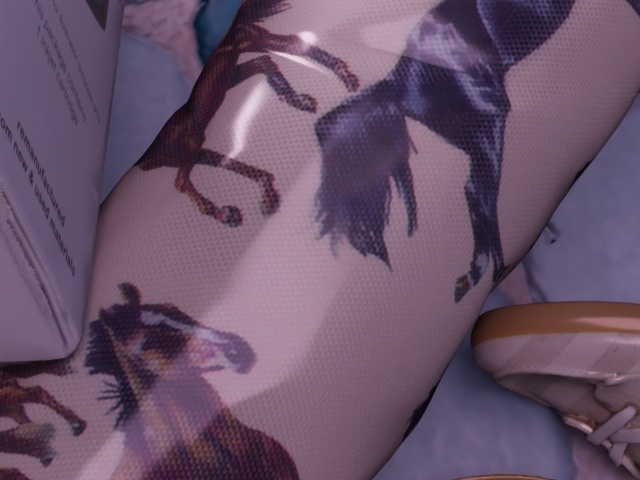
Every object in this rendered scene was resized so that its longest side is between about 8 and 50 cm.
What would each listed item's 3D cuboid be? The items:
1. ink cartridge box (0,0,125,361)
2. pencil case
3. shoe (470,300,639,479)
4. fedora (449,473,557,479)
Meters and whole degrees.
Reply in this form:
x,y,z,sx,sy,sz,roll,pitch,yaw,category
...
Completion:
x,y,z,sx,sy,sz,roll,pitch,yaw,category
-0.187,-0.112,0.596,0.226,0.131,0.306,-5,55,8,ink cartridge box
0.000,0.000,0.650,0.160,0.183,0.410,34,75,2,pencil case
0.165,0.074,0.700,0.219,0.076,0.058,14,68,-2,shoe
0.071,0.176,0.649,0.194,0.079,0.194,2,72,-5,fedora
